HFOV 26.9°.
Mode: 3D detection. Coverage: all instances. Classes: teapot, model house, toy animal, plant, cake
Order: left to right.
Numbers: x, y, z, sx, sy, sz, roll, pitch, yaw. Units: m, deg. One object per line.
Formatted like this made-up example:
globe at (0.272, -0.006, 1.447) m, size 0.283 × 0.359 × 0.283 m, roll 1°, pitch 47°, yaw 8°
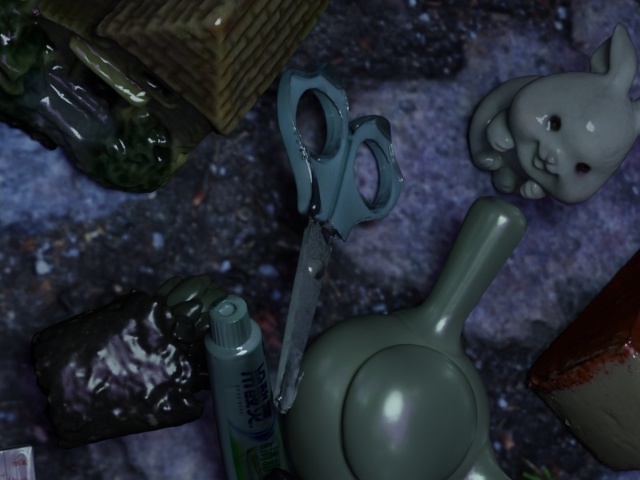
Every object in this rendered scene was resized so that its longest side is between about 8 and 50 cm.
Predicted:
model house at (-0.167, -0.216, 1.167) m, size 0.321 × 0.266 × 0.261 m, roll 40°, pitch 70°, yaw -12°
plant at (-0.159, 0.110, 1.210) m, size 0.194 × 0.132 × 0.129 m, roll -20°, pitch 94°, yaw -15°
teapot at (0.079, 0.116, 1.284) m, size 0.220 × 0.149 × 0.318 m, roll 1°, pitch 86°, yaw -21°
toy animal at (0.250, -0.119, 1.348) m, size 0.178 × 0.193 × 0.127 m, roll -40°, pitch 100°, yaw -26°
cake at (0.340, 0.121, 1.429) m, size 0.158 × 0.160 × 0.262 m, roll 50°, pitch 38°, yaw -9°

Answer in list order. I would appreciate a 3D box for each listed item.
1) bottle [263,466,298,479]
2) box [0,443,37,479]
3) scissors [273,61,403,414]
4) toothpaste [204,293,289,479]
bottle at (-0.100, 0.315, 1.219) m, size 0.244 × 0.072 × 0.082 m, roll -46°, pitch 135°, yaw -2°
box at (-0.277, 0.244, 1.208) m, size 0.051 × 0.036 × 0.117 m, roll -5°, pitch 86°, yaw -20°
scissors at (0.001, 0.000, 1.241) m, size 0.191 × 0.029 × 0.360 m, roll 43°, pitch 46°, yaw -38°
toothpaste at (-0.065, 0.157, 1.192) m, size 0.075 × 0.297 × 0.048 m, roll -31°, pitch 51°, yaw -23°
